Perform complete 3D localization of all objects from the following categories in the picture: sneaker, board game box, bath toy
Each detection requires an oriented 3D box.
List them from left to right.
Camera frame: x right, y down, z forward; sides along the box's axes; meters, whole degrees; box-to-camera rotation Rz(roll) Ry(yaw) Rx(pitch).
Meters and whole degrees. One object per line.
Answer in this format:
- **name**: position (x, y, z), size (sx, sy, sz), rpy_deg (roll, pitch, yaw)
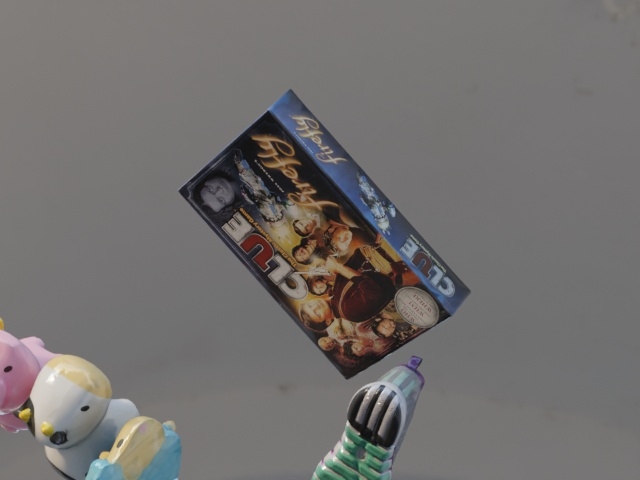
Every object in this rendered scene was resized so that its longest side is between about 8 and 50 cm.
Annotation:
- **bath toy**: position (-0.300, 0.152, 1.595), size (0.348, 0.129, 0.151), rpy_deg (27, -49, 31)
- **board game box**: position (0.000, 0.000, 1.470), size (0.243, 0.042, 0.165), rpy_deg (48, -43, -4)
- **sneaker**: position (0.061, 0.226, 1.758), size (0.083, 0.098, 0.223), rpy_deg (35, -50, 13)
